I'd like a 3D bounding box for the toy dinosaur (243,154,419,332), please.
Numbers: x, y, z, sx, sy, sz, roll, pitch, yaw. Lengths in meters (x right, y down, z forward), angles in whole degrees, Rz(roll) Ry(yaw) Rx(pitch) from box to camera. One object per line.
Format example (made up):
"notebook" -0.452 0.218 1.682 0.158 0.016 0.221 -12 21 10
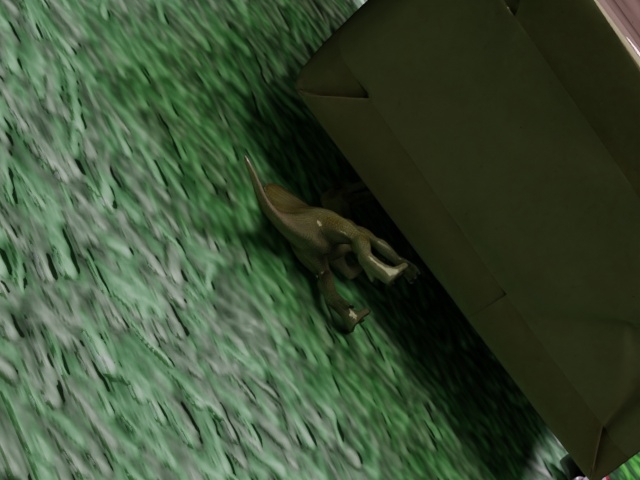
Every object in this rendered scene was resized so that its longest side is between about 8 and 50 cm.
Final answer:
"toy dinosaur" 0.000 0.000 0.970 0.092 0.053 0.183 45 13 12

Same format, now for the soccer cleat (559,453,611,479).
"soccer cleat" 0.163 0.162 1.088 0.035 0.029 0.083 35 27 -23

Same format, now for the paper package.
"paper package" 0.157 -0.056 1.125 0.309 0.168 0.325 53 15 -5
